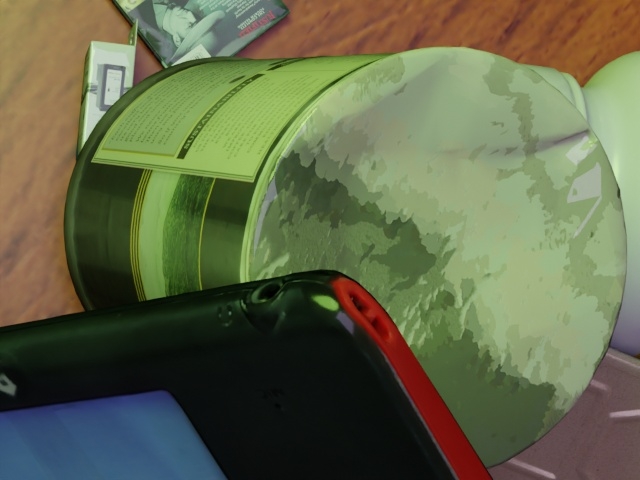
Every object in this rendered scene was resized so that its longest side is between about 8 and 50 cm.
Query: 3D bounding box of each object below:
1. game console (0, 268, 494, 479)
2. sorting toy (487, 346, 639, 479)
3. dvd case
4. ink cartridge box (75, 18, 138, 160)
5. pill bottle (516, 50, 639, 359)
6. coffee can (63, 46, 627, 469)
[{"bbox_3d":[-0.064,0.174,0.804,0.342,0.386,0.060,56,40,-29],"label":"game console"},{"bbox_3d":[0.137,0.147,0.972,0.208,0.038,0.193,24,108,-4],"label":"sorting toy"},{"bbox_3d":[-0.088,-0.164,1.026,0.087,0.013,0.119,-39,93,-12],"label":"dvd case"},{"bbox_3d":[-0.129,-0.090,0.993,0.028,0.048,0.083,6,83,-13],"label":"ink cartridge box"},{"bbox_3d":[0.252,-0.011,0.995,0.334,0.188,0.188,8,84,-11],"label":"pill bottle"},{"bbox_3d":[0.000,0.000,0.874,0.201,0.275,0.201,-2,95,-25],"label":"coffee can"}]
